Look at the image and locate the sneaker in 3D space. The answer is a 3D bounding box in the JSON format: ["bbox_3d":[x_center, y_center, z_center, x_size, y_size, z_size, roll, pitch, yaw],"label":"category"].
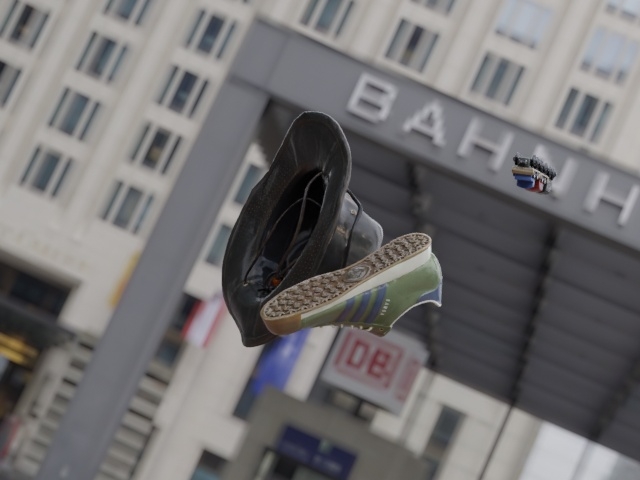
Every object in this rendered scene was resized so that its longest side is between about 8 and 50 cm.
[{"bbox_3d":[0.041,0.071,1.871,0.064,0.192,0.086,-121,-174,-62],"label":"sneaker"}]

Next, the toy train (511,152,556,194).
[{"bbox_3d":[0.229,-0.069,1.943,0.027,0.036,0.158,9,-2,17],"label":"toy train"}]

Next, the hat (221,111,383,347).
[{"bbox_3d":[0.000,0.000,2.325,0.134,0.331,0.331,20,-7,-22],"label":"hat"}]
